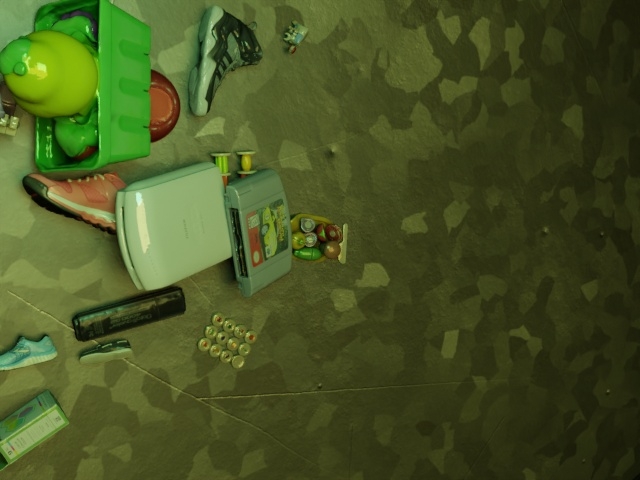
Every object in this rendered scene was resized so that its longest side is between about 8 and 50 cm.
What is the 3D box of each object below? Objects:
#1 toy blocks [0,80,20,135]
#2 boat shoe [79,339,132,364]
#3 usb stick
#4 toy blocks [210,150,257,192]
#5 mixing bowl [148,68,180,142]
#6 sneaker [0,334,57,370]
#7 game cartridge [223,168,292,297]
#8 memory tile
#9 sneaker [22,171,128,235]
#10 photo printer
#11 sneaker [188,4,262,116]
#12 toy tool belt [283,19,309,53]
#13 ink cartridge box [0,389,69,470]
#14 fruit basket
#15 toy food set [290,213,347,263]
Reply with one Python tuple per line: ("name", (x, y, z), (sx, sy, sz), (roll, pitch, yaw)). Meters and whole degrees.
("toy blocks", (-0.725, -0.367, 1.551), (0.309, 0.288, 0.260), (14, 97, -24))
("boat shoe", (-0.523, 0.270, 1.919), (0.125, 0.038, 0.046), (-11, 145, -21))
("usb stick", (-0.462, 0.180, 1.933), (0.278, 0.045, 0.077), (-15, 112, -26))
("toy blocks", (-0.218, -0.151, 2.005), (0.123, 0.054, 0.148), (-8, 102, -28))
("mixing bowl", (-0.402, -0.316, 1.852), (0.182, 0.098, 0.181), (-5, 100, -28))
("sneaker", (-0.696, 0.258, 1.820), (0.162, 0.063, 0.073), (-12, 87, -31))
("game cartridge", (-0.150, -0.024, 2.006), (0.196, 0.060, 0.294), (-35, 124, -53))
("memory tile", (-0.244, 0.265, 2.085), (0.148, 0.012, 0.113), (33, 82, -29))
("sneaker", (-0.530, -0.108, 1.826), (0.314, 0.116, 0.136), (25, 76, -36))
("photo printer", (-0.346, -0.033, 1.858), (0.307, 0.107, 0.256), (-26, 112, -52))
("sneaker", (-0.226, -0.424, 1.925), (0.153, 0.101, 0.268), (10, 91, -27))
("toy tool belt", (-0.070, -0.525, 2.032), (0.051, 0.052, 0.083), (34, 77, 3))
("ink cartridge box", (-0.692, 0.442, 1.814), (0.209, 0.109, 0.062), (-35, 113, -19))
("fruit basket", (-0.533, -0.325, 1.634), (0.392, 0.283, 0.391), (-3, 94, -50))
("toy food set", (0.000, 0.000, 2.140), (0.218, 0.071, 0.128), (8, 95, -30))
